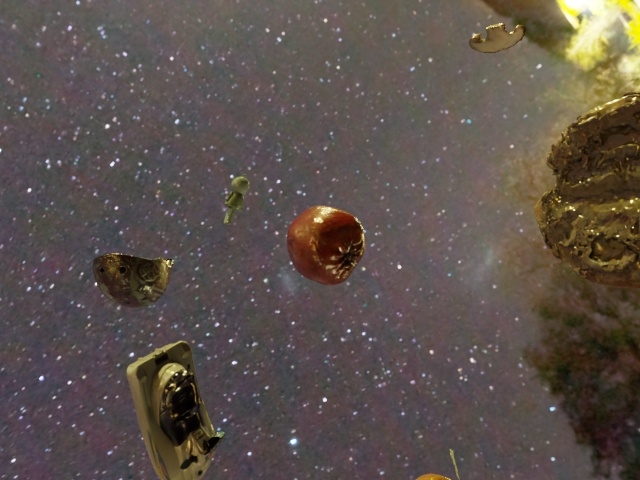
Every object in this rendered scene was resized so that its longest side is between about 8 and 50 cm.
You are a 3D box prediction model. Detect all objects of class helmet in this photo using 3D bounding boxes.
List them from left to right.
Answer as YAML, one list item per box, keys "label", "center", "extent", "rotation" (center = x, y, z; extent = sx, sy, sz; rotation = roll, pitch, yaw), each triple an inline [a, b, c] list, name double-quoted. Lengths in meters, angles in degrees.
- label: "helmet"
  center: [-0.398, 0.089, 1.127]
  extent: [0.177, 0.152, 0.108]
  rotation: [32, -124, -76]

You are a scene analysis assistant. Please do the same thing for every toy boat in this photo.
- label: "toy boat"
  center: [-0.251, 0.326, 0.967]
  extent: [0.140, 0.140, 0.270]
  rotation: [-26, -84, -56]

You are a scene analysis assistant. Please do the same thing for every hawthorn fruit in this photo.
- label: "hawthorn fruit"
  center: [0.000, 0.000, 1.205]
  extent: [0.179, 0.179, 0.200]
  rotation: [7, -158, -47]

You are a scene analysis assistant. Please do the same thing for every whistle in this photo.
- label: "whistle"
  center: [-0.156, -0.076, 0.978]
  extent: [0.035, 0.035, 0.100]
  rotation: [25, -101, -36]

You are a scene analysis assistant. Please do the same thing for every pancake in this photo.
- label: "pancake"
  center: [0.584, -0.095, 1.037]
  extent: [0.071, 0.382, 0.383]
  rotation: [2, -122, -31]

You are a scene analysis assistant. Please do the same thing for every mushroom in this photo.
- label: "mushroom"
  center: [0.317, -0.363, 0.952]
  extent: [0.019, 0.101, 0.049]
  rotation: [-58, -46, -33]

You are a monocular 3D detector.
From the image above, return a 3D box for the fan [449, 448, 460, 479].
- label: "fan"
  center: [0.319, 0.595, 1.126]
  extent: [0.010, 0.182, 0.310]
  rotation: [47, -157, -44]

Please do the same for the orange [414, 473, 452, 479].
- label: "orange"
  center: [0.303, 0.681, 1.373]
  extent: [0.158, 0.136, 0.159]
  rotation: [22, -157, -10]
